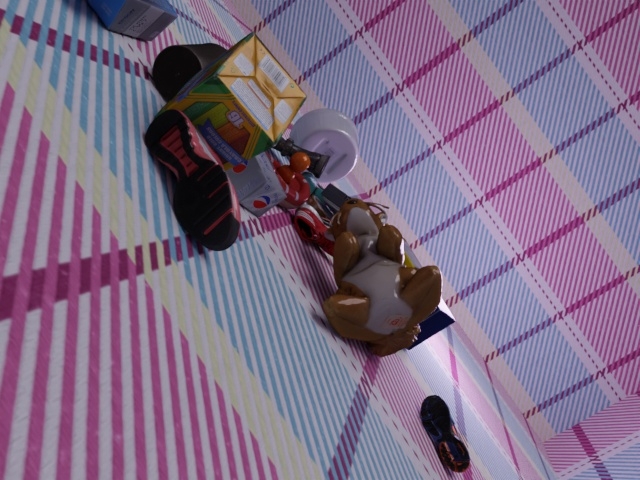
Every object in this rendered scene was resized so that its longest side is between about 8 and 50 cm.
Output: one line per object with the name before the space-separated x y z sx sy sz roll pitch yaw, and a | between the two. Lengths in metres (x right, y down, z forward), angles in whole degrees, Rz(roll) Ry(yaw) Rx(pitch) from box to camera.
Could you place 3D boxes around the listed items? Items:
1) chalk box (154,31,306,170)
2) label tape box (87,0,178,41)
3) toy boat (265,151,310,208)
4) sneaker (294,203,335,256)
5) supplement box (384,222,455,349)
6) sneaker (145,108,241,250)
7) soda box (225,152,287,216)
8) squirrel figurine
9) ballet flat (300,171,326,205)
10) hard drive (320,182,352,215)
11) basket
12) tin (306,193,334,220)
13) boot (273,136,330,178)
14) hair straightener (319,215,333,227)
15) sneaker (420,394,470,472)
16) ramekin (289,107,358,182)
chalk box | -0.210 -0.267 1.182 0.180 0.289 0.179 47 47 -24
label tape box | -0.501 -0.608 1.271 0.249 0.115 0.347 53 15 -6
toy boat | -0.093 -0.192 1.579 0.150 0.151 0.231 62 14 26
sneaker | 0.000 0.000 1.629 0.221 0.087 0.128 40 24 -9
supplement box | 0.257 0.155 1.856 0.194 0.195 0.356 34 25 -56
sneaker | -0.208 -0.110 1.038 0.313 0.116 0.136 61 13 26
soda box | -0.189 -0.200 1.387 0.098 0.091 0.286 37 22 -55
squirrel figurine | 0.136 0.089 1.482 0.396 0.281 0.370 65 3 -48
ballet flat | -0.036 -0.190 2.015 0.068 0.072 0.213 30 -5 37
hard drive | 0.143 -0.062 2.039 0.237 0.064 0.339 37 -6 25
basket | -0.304 -0.404 1.377 0.227 0.154 0.204 -40 109 -74
tin | 0.016 -0.088 1.978 0.189 0.040 0.106 46 11 -33
boot | -0.084 -0.313 1.965 0.229 0.091 0.263 27 1 -3
hair straightener | 0.050 -0.033 1.792 0.231 0.047 0.089 26 35 -26
sneaker | 0.332 0.521 1.493 0.087 0.083 0.221 60 9 -51
ramekin | 0.018 -0.356 2.155 0.277 0.277 0.135 46 24 -34
